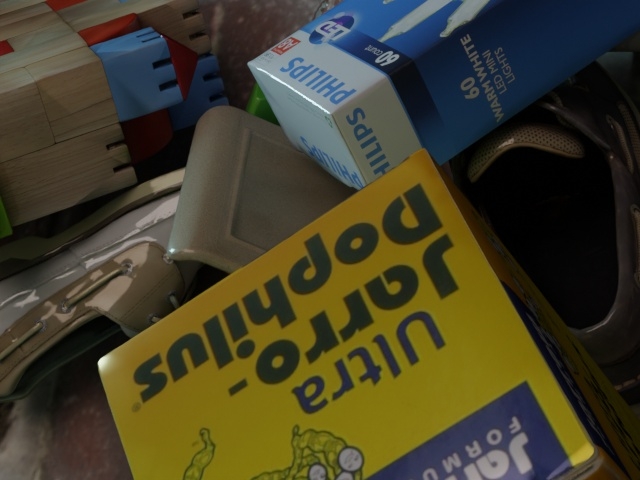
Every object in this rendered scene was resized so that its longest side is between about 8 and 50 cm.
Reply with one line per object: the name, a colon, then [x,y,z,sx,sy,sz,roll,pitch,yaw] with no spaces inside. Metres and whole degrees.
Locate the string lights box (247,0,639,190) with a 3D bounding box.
string lights box: [0.099,-0.137,1.085,0.260,0.076,0.133,-34,30,-11]

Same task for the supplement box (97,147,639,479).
supplement box: [0.080,0.156,0.860,0.194,0.356,0.195,-33,49,8]

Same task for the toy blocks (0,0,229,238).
toy blocks: [-0.197,-0.122,1.320,0.261,0.190,0.381,-20,23,-12]

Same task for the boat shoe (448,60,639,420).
boat shoe: [0.152,-0.047,1.100,0.132,0.130,0.355,-32,49,10]

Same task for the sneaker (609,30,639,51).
sneaker: [0.209,-0.211,1.208,0.083,0.071,0.190,-9,55,16]

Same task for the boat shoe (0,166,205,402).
boat shoe: [-0.137,0.027,1.259,0.302,0.113,0.103,-24,75,10]

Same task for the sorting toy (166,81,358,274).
sorting toy: [0.000,0.000,1.113,0.347,0.196,0.047,-84,16,-56]
